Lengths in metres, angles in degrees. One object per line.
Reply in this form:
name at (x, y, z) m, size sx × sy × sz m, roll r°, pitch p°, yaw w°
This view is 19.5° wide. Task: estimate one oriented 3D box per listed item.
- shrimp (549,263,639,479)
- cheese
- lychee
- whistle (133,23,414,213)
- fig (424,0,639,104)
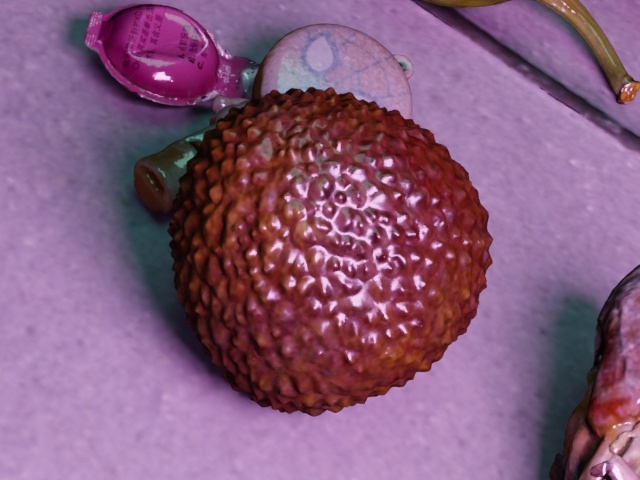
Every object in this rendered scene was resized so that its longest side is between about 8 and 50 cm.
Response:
shrimp at (0.183, 0.152, 1.002) m, size 0.116 × 0.145 × 0.343 m, roll 11°, pitch 50°, yaw -4°
cheese at (-0.088, -0.119, 1.248) m, size 0.145 × 0.038 × 0.095 m, roll 19°, pitch 47°, yaw -13°
lychee at (0.003, 0.001, 1.069) m, size 0.194 × 0.194 × 0.194 m, roll 9°, pitch 45°, yaw -9°
whistle at (-0.025, -0.074, 1.214) m, size 0.220 × 0.057 × 0.107 m, roll -29°, pitch 77°, yaw -31°
fig at (0.146, -0.198, 1.353) m, size 0.245 × 0.149 × 0.149 m, roll 41°, pitch 45°, yaw -8°
